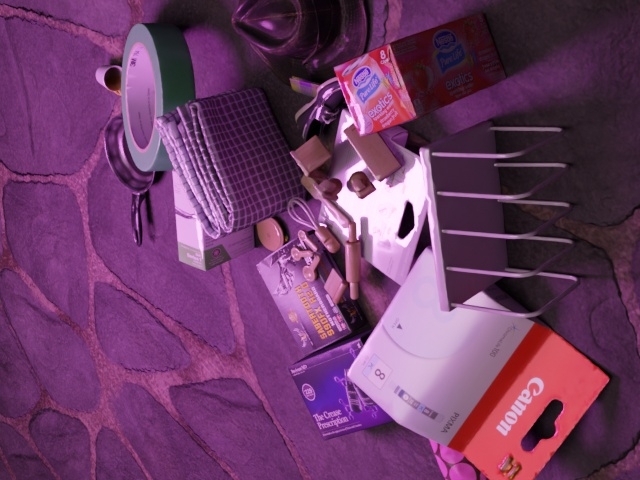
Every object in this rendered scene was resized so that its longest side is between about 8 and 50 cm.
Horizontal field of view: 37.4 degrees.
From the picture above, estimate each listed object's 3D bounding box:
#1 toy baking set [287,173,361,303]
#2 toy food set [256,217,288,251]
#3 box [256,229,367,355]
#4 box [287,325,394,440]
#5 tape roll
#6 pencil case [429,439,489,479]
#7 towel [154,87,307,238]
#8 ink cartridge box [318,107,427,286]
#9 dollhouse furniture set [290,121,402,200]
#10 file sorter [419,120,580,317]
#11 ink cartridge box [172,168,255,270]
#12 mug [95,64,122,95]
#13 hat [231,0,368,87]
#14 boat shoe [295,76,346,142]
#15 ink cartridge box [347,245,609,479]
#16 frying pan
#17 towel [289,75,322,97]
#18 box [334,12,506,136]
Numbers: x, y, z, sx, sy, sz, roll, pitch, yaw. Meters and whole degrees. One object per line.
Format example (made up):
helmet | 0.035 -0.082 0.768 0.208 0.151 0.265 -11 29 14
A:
toy baking set | 0.005 0.003 1.879 0.197 0.030 0.256 23 123 38
toy food set | -0.108 -0.014 2.079 0.083 0.020 0.082 -30 86 48
box | -0.022 0.113 2.025 0.183 0.056 0.231 -31 85 47
box | 0.073 0.299 1.985 0.261 0.103 0.184 -30 84 48
tape roll | -0.360 -0.312 2.067 0.321 0.077 0.321 17 109 61
pencil case | 0.263 0.390 1.846 0.098 0.095 0.209 -21 95 27
towel | -0.169 -0.168 1.912 0.121 0.235 0.283 -19 95 44
ink cartridge box | 0.116 -0.086 1.790 0.239 0.060 0.275 35 130 29
dollhouse furniture set | 0.060 -0.145 1.757 0.151 0.123 0.144 -36 79 13
file sorter | 0.301 -0.038 1.529 0.173 0.193 0.277 5 112 41
ink cartridge box | -0.232 -0.068 2.075 0.093 0.160 0.219 20 122 37
mug | -0.512 -0.390 2.286 0.064 0.062 0.078 24 118 46
hat | -0.075 -0.419 1.774 0.331 0.134 0.331 22 124 37
boat shoe | 0.018 -0.247 1.794 0.206 0.075 0.065 -35 61 55
ink cartridge box | 0.268 0.242 1.697 0.385 0.091 0.308 41 113 26
frying pan | -0.441 -0.154 2.330 0.197 0.053 0.326 -11 102 47
towel | -0.016 -0.292 1.818 0.083 0.009 0.060 16 165 10
box | 0.163 -0.267 1.509 0.128 0.257 0.122 -13 101 48
